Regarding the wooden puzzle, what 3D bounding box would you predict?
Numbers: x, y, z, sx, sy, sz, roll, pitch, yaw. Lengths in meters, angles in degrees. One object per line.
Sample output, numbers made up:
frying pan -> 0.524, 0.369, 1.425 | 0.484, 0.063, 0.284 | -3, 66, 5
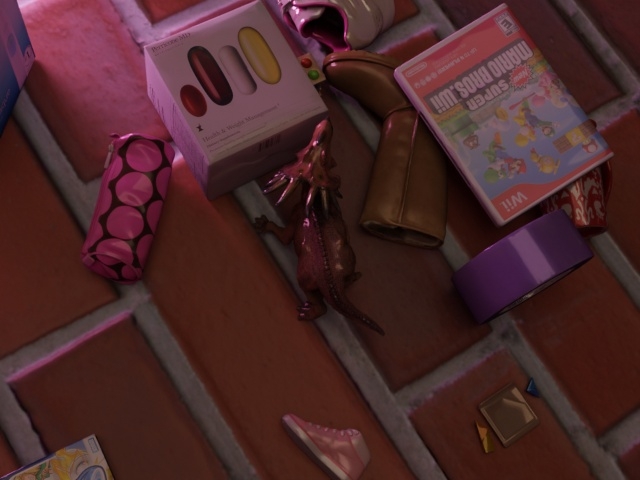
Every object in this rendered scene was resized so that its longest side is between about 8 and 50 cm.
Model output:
wooden puzzle -> 0.270, 0.251, 1.258 | 0.116, 0.014, 0.078 | -23, 80, -15

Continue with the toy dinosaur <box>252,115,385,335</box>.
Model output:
toy dinosaur -> 0.000, 0.000, 1.208 | 0.127, 0.200, 0.296 | -19, 75, -14

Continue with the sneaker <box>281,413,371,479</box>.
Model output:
sneaker -> 0.012, 0.271, 1.196 | 0.134, 0.051, 0.070 | 43, 69, 5

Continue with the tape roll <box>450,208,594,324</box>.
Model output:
tape roll -> 0.285, 0.039, 1.240 | 0.189, 0.189, 0.080 | -27, 77, -16

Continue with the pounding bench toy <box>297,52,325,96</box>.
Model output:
pounding bench toy -> -0.021, -0.238, 1.361 | 0.052, 0.065, 0.083 | -27, 77, -16

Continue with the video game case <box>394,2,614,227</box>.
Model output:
video game case -> 0.270, -0.188, 1.300 | 0.204, 0.025, 0.285 | -32, 80, -4

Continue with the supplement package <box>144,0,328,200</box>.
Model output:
supplement package -> -0.128, -0.206, 1.290 | 0.194, 0.149, 0.203 | -28, 78, -16

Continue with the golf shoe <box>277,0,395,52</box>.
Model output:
golf shoe -> -0.032, -0.405, 1.382 | 0.306, 0.115, 0.140 | 33, 57, 6

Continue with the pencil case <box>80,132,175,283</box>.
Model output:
pencil case -> -0.278, -0.048, 1.247 | 0.098, 0.095, 0.209 | 26, 62, -36

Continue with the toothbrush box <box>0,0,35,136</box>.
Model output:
toothbrush box -> -0.503, -0.254, 1.179 | 0.126, 0.295, 0.216 | 16, 69, -2

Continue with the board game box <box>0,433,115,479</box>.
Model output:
board game box -> -0.314, 0.371, 1.124 | 0.136, 0.035, 0.201 | -25, 76, -15

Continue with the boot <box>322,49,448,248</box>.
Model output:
boot -> 0.096, -0.143, 1.333 | 0.236, 0.089, 0.269 | 13, 71, -3

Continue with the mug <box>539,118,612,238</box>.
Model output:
mug -> 0.399, -0.092, 1.345 | 0.150, 0.113, 0.169 | -4, 75, -7
